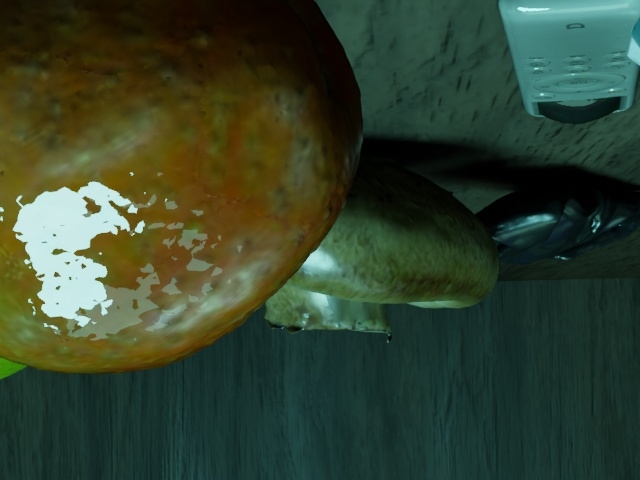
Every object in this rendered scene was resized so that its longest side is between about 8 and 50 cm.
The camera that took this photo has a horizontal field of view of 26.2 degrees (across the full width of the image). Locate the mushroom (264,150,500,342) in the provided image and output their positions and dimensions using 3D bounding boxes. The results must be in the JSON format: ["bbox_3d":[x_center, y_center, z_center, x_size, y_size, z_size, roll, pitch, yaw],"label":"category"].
[{"bbox_3d":[0.000,0.000,1.071,0.278,0.146,0.278,7,-179,0],"label":"mushroom"}]

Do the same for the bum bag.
[{"bbox_3d":[0.207,-0.019,1.272,0.137,0.074,0.310,-18,172,30],"label":"bum bag"}]

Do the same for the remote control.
[{"bbox_3d":[0.133,-0.092,0.715,0.067,0.029,0.261,-2,175,11],"label":"remote control"}]

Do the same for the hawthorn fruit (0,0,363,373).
[{"bbox_3d":[-0.075,-0.041,0.492,0.189,0.189,0.189,-1,175,0],"label":"hawthorn fruit"}]

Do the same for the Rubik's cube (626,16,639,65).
[{"bbox_3d":[0.156,-0.093,0.527,0.084,0.073,0.075,-8,-170,18],"label":"Rubik's cube"}]

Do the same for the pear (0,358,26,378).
[{"bbox_3d":[-0.298,0.066,1.135,0.288,0.139,0.239,-7,-150,40],"label":"pear"}]
